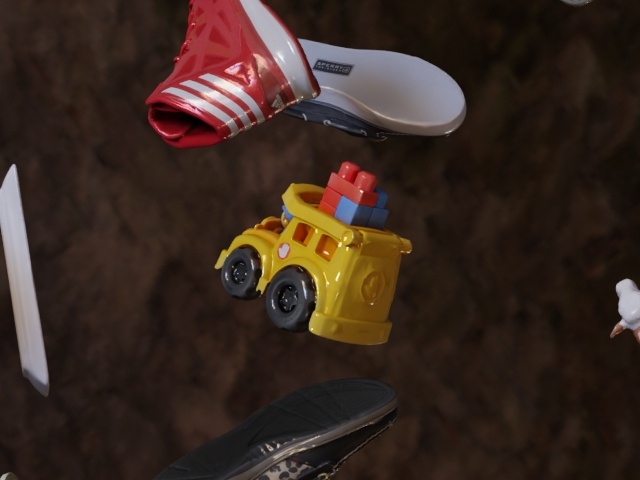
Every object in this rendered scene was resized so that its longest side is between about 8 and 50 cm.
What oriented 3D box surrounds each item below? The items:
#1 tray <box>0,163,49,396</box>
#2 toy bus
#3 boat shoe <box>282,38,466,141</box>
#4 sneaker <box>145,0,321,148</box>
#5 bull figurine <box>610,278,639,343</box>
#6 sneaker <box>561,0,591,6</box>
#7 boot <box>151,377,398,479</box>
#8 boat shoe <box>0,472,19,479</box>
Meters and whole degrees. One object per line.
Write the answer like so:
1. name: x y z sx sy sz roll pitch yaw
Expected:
1. tray: -0.364 0.053 2.017 0.145 0.030 0.270 133 128 -74
2. toy bus: 0.000 0.000 2.019 0.149 0.211 0.220 7 -164 -45
3. boat shoe: 0.037 -0.130 1.569 0.228 0.080 0.076 14 147 25
4. sneaker: -0.100 -0.155 1.327 0.221 0.128 0.087 51 169 51
5. bull figurine: 0.568 0.165 2.473 0.310 0.101 0.188 33 -168 12
6. sneaker: 0.256 -0.345 1.831 0.222 0.083 0.118 63 -165 17
7. boot: -0.022 0.237 1.442 0.085 0.236 0.178 31 143 59
8. boat shoe: -0.307 0.295 1.689 0.049 0.042 0.133 -72 -39 -59
